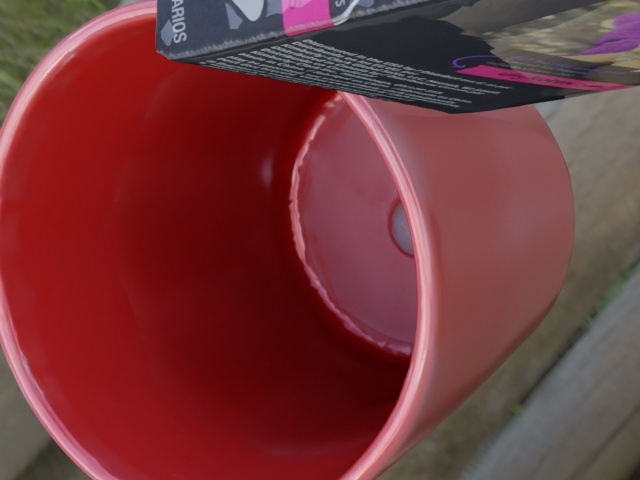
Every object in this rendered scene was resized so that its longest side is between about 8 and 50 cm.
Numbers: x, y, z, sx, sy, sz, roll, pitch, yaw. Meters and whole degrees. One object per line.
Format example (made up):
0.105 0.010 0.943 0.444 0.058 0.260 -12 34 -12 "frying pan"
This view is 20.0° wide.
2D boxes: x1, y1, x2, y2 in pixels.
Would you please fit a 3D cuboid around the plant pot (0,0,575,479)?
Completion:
0.000 0.000 0.977 0.275 0.243 0.275 6 100 32 "plant pot"

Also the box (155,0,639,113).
0.086 -0.140 0.559 0.270 0.143 0.165 -6 80 48 "box"
